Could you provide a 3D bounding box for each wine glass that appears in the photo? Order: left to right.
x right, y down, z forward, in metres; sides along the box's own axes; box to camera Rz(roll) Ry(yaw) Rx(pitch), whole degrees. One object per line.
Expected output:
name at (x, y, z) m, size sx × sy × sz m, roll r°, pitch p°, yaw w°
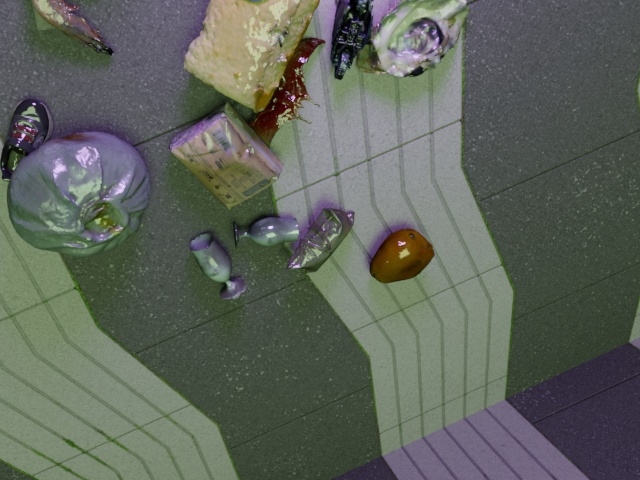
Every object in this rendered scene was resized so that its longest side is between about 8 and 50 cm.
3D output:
wine glass at (-0.329, 0.085, 1.647) m, size 0.103 × 0.103 × 0.222 m, roll -27°, pitch 125°, yaw 0°
wine glass at (-0.171, -0.027, 1.635) m, size 0.202 × 0.093 × 0.093 m, roll -4°, pitch 121°, yaw -12°

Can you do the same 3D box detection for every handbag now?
handbag at (0.000, 0.000, 1.672) m, size 0.270 × 0.117 × 0.182 m, roll -51°, pitch 155°, yaw 9°

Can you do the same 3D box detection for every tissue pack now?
tissue pack at (-0.260, -0.228, 1.452) m, size 0.215 × 0.123 × 0.257 m, roll -26°, pitch 125°, yaw 22°

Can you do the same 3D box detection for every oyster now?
oyster at (0.254, -0.578, 1.427) m, size 0.351 × 0.115 × 0.238 m, roll -32°, pitch 133°, yaw 9°

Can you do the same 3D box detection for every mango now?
mango at (0.262, 0.059, 1.795) m, size 0.166 × 0.136 × 0.236 m, roll 6°, pitch 132°, yaw -34°

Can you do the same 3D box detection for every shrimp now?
shrimp at (-0.560, -0.544, 1.218) m, size 0.152 × 0.046 × 0.219 m, roll -51°, pitch 137°, yaw -1°

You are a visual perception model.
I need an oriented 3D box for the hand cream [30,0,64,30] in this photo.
hand cream at (-0.639, -0.582, 1.182) m, size 0.087 × 0.054 × 0.186 m, roll -15°, pitch 131°, yaw -13°

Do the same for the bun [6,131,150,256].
bun at (-0.608, -0.108, 1.344) m, size 0.362 × 0.211 × 0.362 m, roll -25°, pitch 133°, yaw -30°

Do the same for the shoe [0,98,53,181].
shoe at (-0.754, -0.243, 1.311) m, size 0.099 × 0.112 × 0.227 m, roll 18°, pitch 115°, yaw -25°

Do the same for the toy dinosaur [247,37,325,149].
toy dinosaur at (-0.098, -0.395, 1.446) m, size 0.206 × 0.113 × 0.327 m, roll 5°, pitch 110°, yaw 10°

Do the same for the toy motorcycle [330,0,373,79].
toy motorcycle at (0.081, -0.572, 1.368) m, size 0.106 × 0.159 × 0.270 m, roll 11°, pitch 133°, yaw -12°

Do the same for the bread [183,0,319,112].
bread at (-0.157, -0.528, 1.269) m, size 0.236 × 0.165 × 0.375 m, roll 31°, pitch 110°, yaw -6°
